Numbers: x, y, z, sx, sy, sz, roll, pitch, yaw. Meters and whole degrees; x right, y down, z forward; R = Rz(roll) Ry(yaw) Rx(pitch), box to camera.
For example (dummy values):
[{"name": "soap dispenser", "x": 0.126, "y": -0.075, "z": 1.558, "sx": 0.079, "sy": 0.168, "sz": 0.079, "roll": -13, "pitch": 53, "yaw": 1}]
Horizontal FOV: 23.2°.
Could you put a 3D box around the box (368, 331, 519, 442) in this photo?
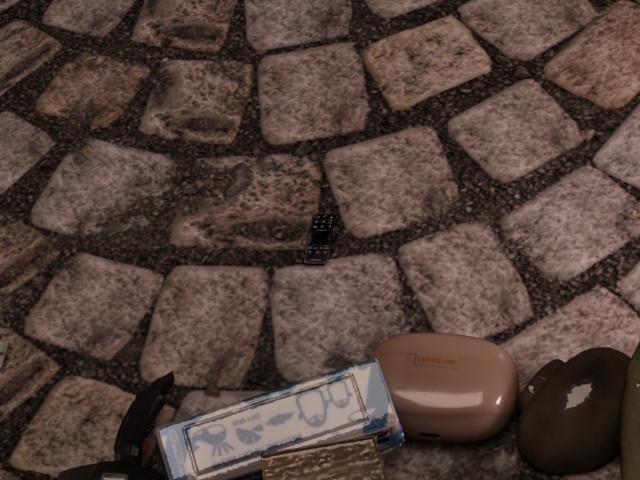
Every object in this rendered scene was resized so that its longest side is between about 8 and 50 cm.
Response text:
[{"name": "box", "x": 0.152, "y": 0.187, "z": 1.994, "sx": 0.200, "sy": 0.088, "sz": 0.146, "roll": 4, "pitch": 52, "yaw": 14}]

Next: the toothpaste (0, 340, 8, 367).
[{"name": "toothpaste", "x": -0.538, "y": 0.160, "z": 2.207, "sx": 0.197, "sy": 0.029, "sz": 0.048, "roll": 1, "pitch": 54, "yaw": 9}]

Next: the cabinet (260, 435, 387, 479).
[{"name": "cabinet", "x": 0.026, "y": 0.362, "z": 1.797, "sx": 0.148, "sy": 0.174, "sz": 0.215, "roll": -11, "pitch": 58, "yaw": 2}]

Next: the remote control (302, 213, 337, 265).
[{"name": "remote control", "x": 0.000, "y": 0.000, "z": 2.233, "sx": 0.039, "sy": 0.014, "sz": 0.096, "roll": 1, "pitch": 50, "yaw": 13}]

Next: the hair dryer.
[{"name": "hair dryer", "x": -0.206, "y": 0.261, "z": 2.021, "sx": 0.236, "sy": 0.091, "sz": 0.271, "roll": 5, "pitch": 48, "yaw": 4}]

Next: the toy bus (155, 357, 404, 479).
[{"name": "toy bus", "x": -0.051, "y": 0.239, "z": 1.892, "sx": 0.297, "sy": 0.131, "sz": 0.106, "roll": -17, "pitch": 70, "yaw": -4}]

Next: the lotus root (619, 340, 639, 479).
[{"name": "lotus root", "x": 0.460, "y": 0.252, "z": 1.850, "sx": 0.210, "sy": 0.142, "sz": 0.314, "roll": 26, "pitch": 47, "yaw": -23}]

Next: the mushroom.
[{"name": "mushroom", "x": 0.327, "y": 0.199, "z": 1.942, "sx": 0.141, "sy": 0.117, "sz": 0.188, "roll": 39, "pitch": 62, "yaw": 22}]
